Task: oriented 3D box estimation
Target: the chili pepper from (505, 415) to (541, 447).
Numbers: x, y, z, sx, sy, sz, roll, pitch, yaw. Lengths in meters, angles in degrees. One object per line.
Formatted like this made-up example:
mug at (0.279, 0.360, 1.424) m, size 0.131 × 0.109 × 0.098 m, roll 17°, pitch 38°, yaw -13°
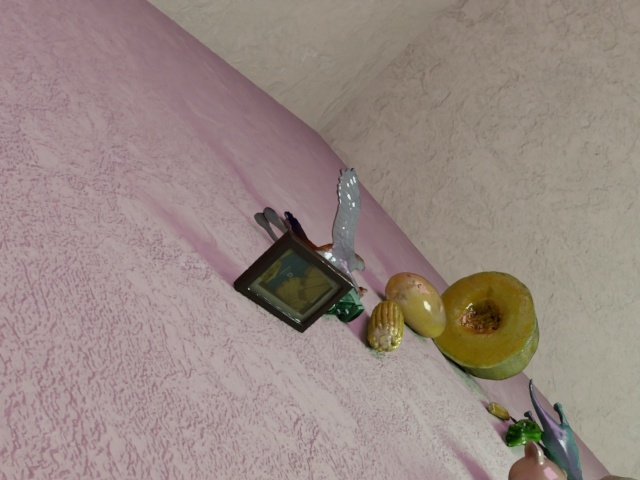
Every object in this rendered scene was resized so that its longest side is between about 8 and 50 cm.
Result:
chili pepper at (0.570, 0.542, 1.988) m, size 0.100 × 0.074 × 0.257 m, roll 3°, pitch -10°, yaw 22°

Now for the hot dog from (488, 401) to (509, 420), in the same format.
hot dog at (0.523, 0.502, 2.079) m, size 0.137 × 0.028 × 0.044 m, roll 31°, pitch 45°, yaw -49°

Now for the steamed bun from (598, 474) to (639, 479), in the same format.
steamed bun at (0.483, 0.571, 1.130) m, size 0.339 × 0.247 × 0.353 m, roll 15°, pitch 62°, yaw -59°

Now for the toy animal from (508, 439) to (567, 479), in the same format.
toy animal at (0.451, 0.541, 1.388) m, size 0.165 × 0.149 × 0.248 m, roll 57°, pitch 12°, yaw -45°

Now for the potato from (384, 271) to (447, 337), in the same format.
potato at (0.282, 0.187, 2.028) m, size 0.234 × 0.146 × 0.150 m, roll 42°, pitch 42°, yaw -26°

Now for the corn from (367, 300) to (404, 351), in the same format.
corn at (0.150, 0.194, 1.605) m, size 0.081 × 0.081 × 0.248 m, roll 47°, pitch 11°, yaw 0°

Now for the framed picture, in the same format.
framed picture at (-0.041, 0.073, 1.172) m, size 0.168 × 0.128 × 0.023 m, roll 39°, pitch 13°, yaw -37°

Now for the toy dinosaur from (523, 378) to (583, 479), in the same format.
toy dinosaur at (0.715, 0.631, 2.020) m, size 0.331 × 0.129 × 0.384 m, roll -109°, pitch 173°, yaw -63°

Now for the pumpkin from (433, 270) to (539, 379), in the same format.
pumpkin at (0.526, 0.285, 2.188) m, size 0.199 × 0.332 × 0.332 m, roll 55°, pitch 3°, yaw -42°

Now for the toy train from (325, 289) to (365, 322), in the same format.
toy train at (0.026, 0.112, 1.461) m, size 0.111 × 0.071 × 0.170 m, roll 58°, pitch 14°, yaw 17°

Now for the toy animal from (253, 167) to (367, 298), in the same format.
toy animal at (0.013, 0.019, 1.606) m, size 0.302 × 0.225 × 0.284 m, roll 58°, pitch 29°, yaw -3°
